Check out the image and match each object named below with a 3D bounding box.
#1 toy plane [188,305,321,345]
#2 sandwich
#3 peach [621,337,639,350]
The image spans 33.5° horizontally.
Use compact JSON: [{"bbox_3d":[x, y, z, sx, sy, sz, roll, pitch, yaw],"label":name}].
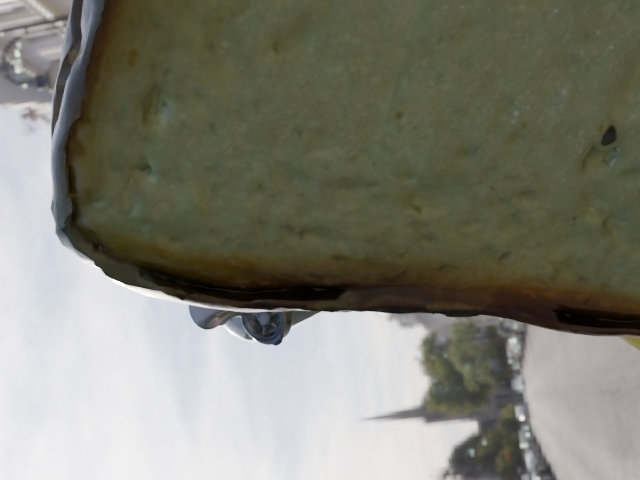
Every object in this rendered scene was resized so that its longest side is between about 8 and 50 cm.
[{"bbox_3d":[0.002,0.004,0.855,0.118,0.252,0.252,61,-173,8],"label":"toy plane"},{"bbox_3d":[0.061,-0.099,0.377,0.099,0.301,0.271,-121,40,-60],"label":"sandwich"},{"bbox_3d":[0.289,-0.043,0.669,0.314,0.315,0.282,-74,3,-72],"label":"peach"}]
